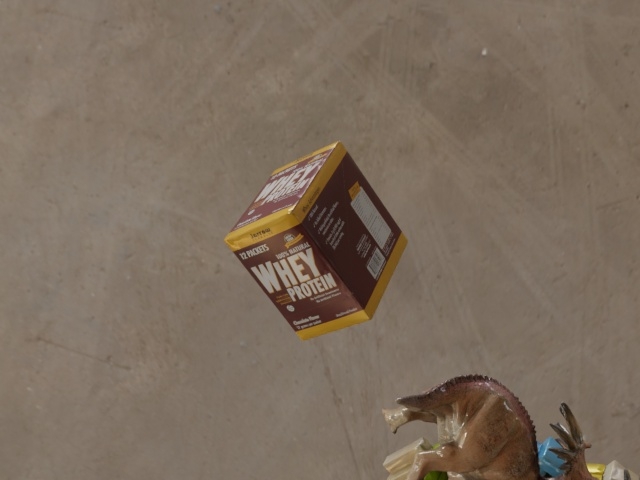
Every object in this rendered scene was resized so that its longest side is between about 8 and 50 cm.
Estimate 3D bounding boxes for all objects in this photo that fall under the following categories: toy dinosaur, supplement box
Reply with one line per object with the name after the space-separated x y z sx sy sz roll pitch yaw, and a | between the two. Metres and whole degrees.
0.196 0.220 0.977 0.200 0.296 0.127 -32 24 13 | toy dinosaur
0.000 0.000 1.282 0.129 0.194 0.191 -21 24 36 | supplement box

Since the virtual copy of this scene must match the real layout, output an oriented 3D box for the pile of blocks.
0.238 0.344 1.220 0.362 0.149 0.112 -10 23 31 | pile of blocks
